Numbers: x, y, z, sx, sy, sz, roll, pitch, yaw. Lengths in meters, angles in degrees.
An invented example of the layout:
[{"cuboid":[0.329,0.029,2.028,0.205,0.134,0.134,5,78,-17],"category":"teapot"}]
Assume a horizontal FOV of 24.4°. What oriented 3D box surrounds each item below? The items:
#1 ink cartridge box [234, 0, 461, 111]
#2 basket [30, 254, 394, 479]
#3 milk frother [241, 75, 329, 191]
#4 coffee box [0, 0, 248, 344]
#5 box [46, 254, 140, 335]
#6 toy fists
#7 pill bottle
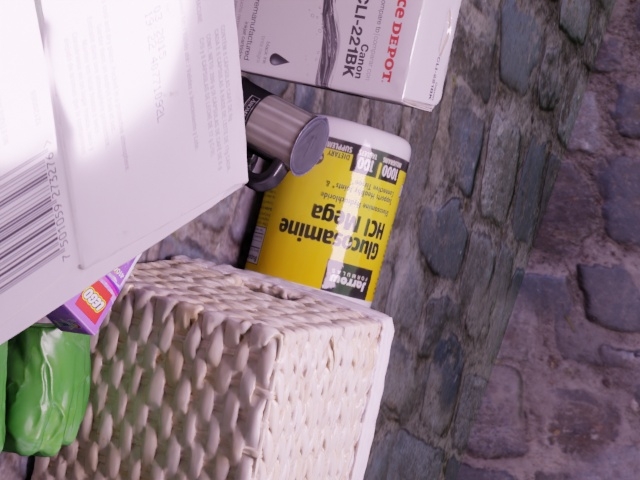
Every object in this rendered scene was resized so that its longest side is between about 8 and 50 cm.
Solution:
[{"cuboid":[0.026,-0.287,1.864,0.114,0.272,0.197,1,102,-66],"category":"ink cartridge box"},{"cuboid":[-0.135,0.210,1.741,0.266,0.328,0.331,-2,105,-61],"category":"basket"},{"cuboid":[-0.062,-0.126,1.927,0.129,0.134,0.143,-64,155,8],"category":"milk frother"},{"cuboid":[-0.295,-0.160,1.112,0.338,0.334,0.338,-36,136,-41],"category":"coffee box"},{"cuboid":[-0.280,-0.068,1.496,0.293,0.057,0.201,54,53,-40],"category":"box"},{"cuboid":[-0.340,0.160,1.542,0.279,0.096,0.142,5,87,-64],"category":"toy fists"},{"cuboid":[0.000,0.000,2.072,0.188,0.188,0.334,15,89,-66],"category":"pill bottle"}]
